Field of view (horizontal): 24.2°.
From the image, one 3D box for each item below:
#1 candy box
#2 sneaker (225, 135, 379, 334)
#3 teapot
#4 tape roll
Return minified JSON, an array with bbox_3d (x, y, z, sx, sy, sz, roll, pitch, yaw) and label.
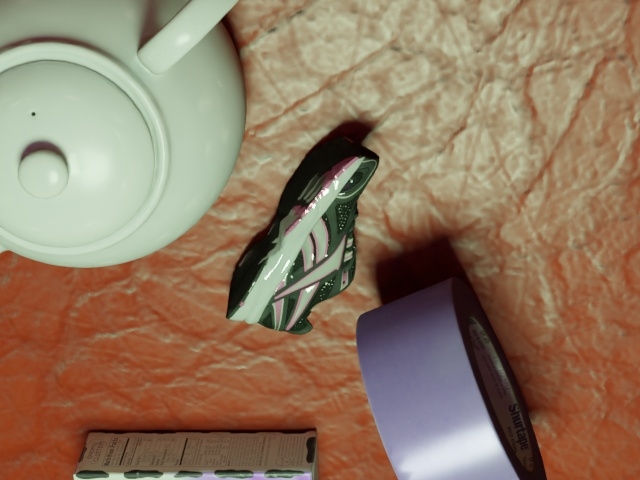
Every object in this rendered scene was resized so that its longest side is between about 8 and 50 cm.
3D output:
[{"bbox_3d":[-0.099,0.247,1.252,0.196,0.070,0.165,-1,113,4],"label":"candy box"},{"bbox_3d":[0.000,0.000,1.151,0.077,0.072,0.178,25,121,-20],"label":"sneaker"},{"bbox_3d":[-0.170,-0.083,1.053,0.252,0.187,0.256,3,113,2],"label":"teapot"},{"bbox_3d":[0.101,0.128,1.125,0.080,0.189,0.189,-22,110,12],"label":"tape roll"}]
